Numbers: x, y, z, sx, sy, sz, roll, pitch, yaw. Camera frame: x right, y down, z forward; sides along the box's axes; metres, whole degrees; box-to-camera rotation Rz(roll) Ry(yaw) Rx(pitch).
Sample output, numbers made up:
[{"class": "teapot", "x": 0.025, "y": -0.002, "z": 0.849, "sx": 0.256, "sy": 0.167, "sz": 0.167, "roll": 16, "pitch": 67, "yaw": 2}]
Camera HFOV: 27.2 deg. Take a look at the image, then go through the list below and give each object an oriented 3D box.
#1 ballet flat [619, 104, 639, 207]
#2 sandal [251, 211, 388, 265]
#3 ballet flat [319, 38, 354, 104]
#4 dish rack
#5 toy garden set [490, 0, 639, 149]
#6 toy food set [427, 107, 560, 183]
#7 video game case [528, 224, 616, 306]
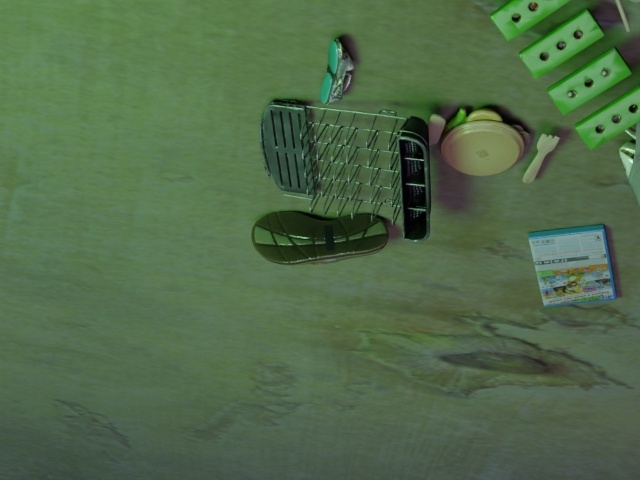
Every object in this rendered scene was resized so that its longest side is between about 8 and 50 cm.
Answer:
[{"class": "ballet flat", "x": 0.464, "y": -0.140, "z": 1.897, "sx": 0.068, "sy": 0.072, "sz": 0.213, "roll": 25, "pitch": 141, "yaw": 23}, {"class": "sandal", "x": 0.000, "y": 0.000, "z": 2.110, "sx": 0.219, "sy": 0.090, "sz": 0.060, "roll": -5, "pitch": 157, "yaw": 4}, {"class": "ballet flat", "x": 0.027, "y": -0.241, "z": 1.875, "sx": 0.041, "sy": 0.041, "sz": 0.114, "roll": 11, "pitch": 137, "yaw": -3}, {"class": "dish rack", "x": 0.036, "y": -0.109, "z": 1.957, "sx": 0.271, "sy": 0.074, "sz": 0.208, "roll": 9, "pitch": 136, "yaw": 15}, {"class": "toy garden set", "x": 0.379, "y": -0.270, "z": 1.766, "sx": 0.203, "sy": 0.049, "sz": 0.244, "roll": -32, "pitch": 113, "yaw": 22}, {"class": "toy food set", "x": 0.240, "y": -0.145, "z": 1.944, "sx": 0.192, "sy": 0.039, "sz": 0.132, "roll": 10, "pitch": 144, "yaw": -9}, {"class": "video game case", "x": 0.405, "y": 0.042, "z": 2.122, "sx": 0.119, "sy": 0.015, "sz": 0.166, "roll": -7, "pitch": 134, "yaw": 15}]
